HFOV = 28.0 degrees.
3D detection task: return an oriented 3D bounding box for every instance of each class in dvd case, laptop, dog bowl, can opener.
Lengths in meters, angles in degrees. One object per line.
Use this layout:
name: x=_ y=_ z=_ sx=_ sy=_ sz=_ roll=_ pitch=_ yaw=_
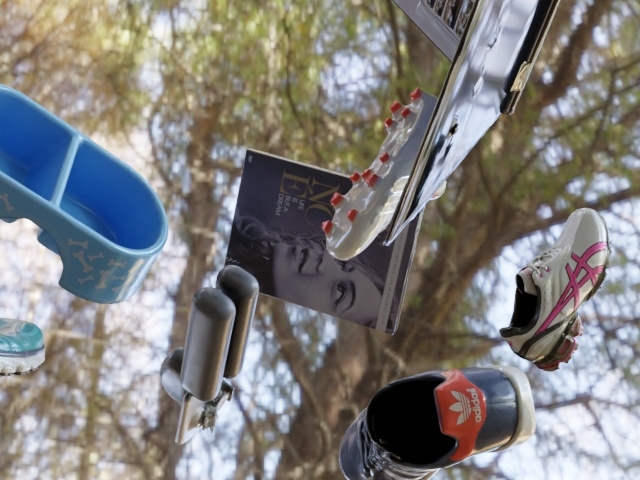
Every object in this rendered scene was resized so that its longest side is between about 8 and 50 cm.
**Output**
dvd case: x=0.000 y=0.000 z=1.483 sx=0.221 sy=0.018 sz=0.165 roll=16 pitch=-75 yaw=17
laptop: x=0.099 y=-0.279 z=1.015 sx=0.236 sy=0.408 sz=0.382 roll=-8 pitch=-46 yaw=-31
dog bowl: x=-0.287 y=-0.055 z=1.354 sx=0.297 sy=0.166 sz=0.074 roll=34 pitch=-56 yaw=-23
can opener: x=-0.125 y=0.121 z=1.330 sx=0.093 sy=0.074 sz=0.280 roll=36 pitch=-36 yaw=11

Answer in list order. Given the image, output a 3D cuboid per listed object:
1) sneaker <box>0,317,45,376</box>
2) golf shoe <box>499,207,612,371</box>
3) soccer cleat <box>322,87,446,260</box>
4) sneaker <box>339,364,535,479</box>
sneaker: x=-0.319 y=0.051 z=1.052 sx=0.107 sy=0.110 sz=0.275 roll=4 pitch=-14 yaw=28
golf shoe: x=0.251 y=0.041 z=1.364 sx=0.086 sy=0.186 sz=0.067 roll=32 pitch=-20 yaw=-26
soccer cleat: x=0.069 y=-0.048 z=1.096 sx=0.076 sy=0.196 sz=0.068 roll=44 pitch=-37 yaw=-17
sneaker: x=0.092 y=0.224 z=1.525 sx=0.148 sy=0.131 sz=0.350 roll=0 pitch=-22 yaw=-33
